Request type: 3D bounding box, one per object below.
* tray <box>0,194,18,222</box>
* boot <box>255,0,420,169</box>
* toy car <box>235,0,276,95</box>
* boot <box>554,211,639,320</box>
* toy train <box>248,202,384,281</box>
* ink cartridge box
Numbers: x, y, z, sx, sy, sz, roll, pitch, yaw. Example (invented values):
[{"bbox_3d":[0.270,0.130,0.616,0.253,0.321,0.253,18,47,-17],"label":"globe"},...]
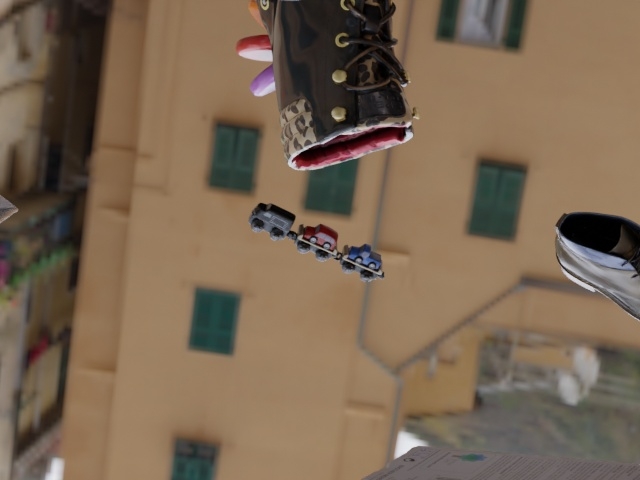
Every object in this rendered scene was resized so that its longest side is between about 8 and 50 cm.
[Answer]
[{"bbox_3d":[-0.367,-0.058,1.580,0.145,0.030,0.270,37,179,-7],"label":"tray"},{"bbox_3d":[0.048,-0.248,1.667,0.138,0.284,0.377,-2,167,-38],"label":"boot"},{"bbox_3d":[-0.029,-0.224,1.974,0.136,0.182,0.159,-24,176,-8],"label":"toy car"},{"bbox_3d":[0.351,0.035,1.783,0.219,0.082,0.106,21,166,25],"label":"boot"},{"bbox_3d":[0.000,0.000,1.709,0.158,0.036,0.027,25,-155,-11],"label":"toy train"},{"bbox_3d":[0.192,0.244,1.481,0.311,0.065,0.186,-1,-173,27],"label":"ink cartridge box"}]
